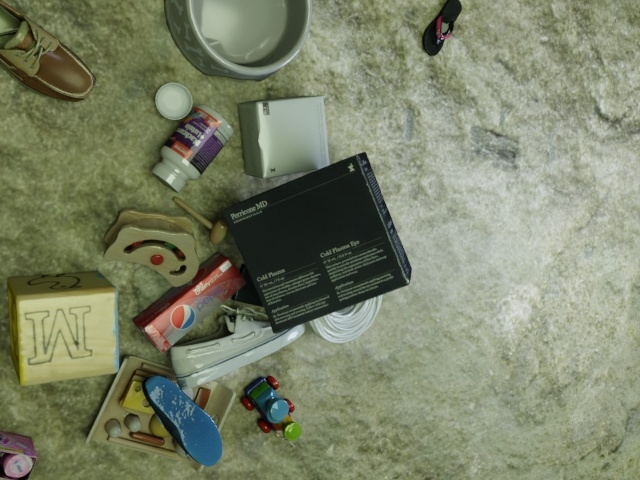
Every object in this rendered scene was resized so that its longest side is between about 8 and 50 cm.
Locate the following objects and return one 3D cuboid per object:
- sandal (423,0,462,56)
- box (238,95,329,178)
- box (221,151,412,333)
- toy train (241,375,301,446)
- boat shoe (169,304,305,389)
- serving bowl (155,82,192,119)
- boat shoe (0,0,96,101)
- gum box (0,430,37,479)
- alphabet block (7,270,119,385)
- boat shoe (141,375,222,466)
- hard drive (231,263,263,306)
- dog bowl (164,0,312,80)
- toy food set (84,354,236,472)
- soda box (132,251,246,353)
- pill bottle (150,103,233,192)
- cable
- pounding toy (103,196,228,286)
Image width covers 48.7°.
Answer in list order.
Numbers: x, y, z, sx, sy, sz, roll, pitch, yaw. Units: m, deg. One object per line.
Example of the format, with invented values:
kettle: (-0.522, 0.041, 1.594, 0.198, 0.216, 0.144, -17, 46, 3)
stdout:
sandal: (0.337, -0.585, 1.925, 0.067, 0.040, 0.179, 33, 83, -30)
box: (-0.089, -0.254, 1.713, 0.182, 0.119, 0.181, -12, 106, -26)
box: (0.000, 0.000, 1.652, 0.343, 0.179, 0.312, -21, 97, 12)
toy train: (-0.092, 0.478, 1.839, 0.105, 0.143, 0.248, -38, 115, -17)
boat shoe: (-0.207, 0.223, 1.740, 0.367, 0.136, 0.156, -21, 93, -31)
serving bowl: (-0.336, -0.317, 1.615, 0.083, 0.027, 0.083, -2, 95, -20)
boat shoe: (-0.601, -0.389, 1.407, 0.324, 0.120, 0.122, 33, 84, -29)
gum box: (-0.717, 0.452, 1.514, 0.188, 0.107, 0.062, 23, 88, -30)
alphabet block: (-0.550, 0.181, 1.507, 0.197, 0.192, 0.193, -4, 100, -29)
boat shoe: (-0.319, 0.411, 1.651, 0.109, 0.089, 0.258, -36, 104, -30)
hard drive: (-0.152, 0.121, 1.806, 0.135, 0.022, 0.094, 17, 92, -30)
dog bowl: (-0.174, -0.535, 1.623, 0.348, 0.102, 0.349, -5, 101, -28)
toy food set: (-0.380, 0.423, 1.701, 0.306, 0.092, 0.220, 26, 87, -30)
soda box: (-0.311, 0.145, 1.684, 0.263, 0.092, 0.083, -40, 116, -17)
pill bottle: (-0.296, -0.207, 1.615, 0.108, 0.108, 0.193, 42, 79, -28)
cable: (0.051, 0.138, 1.867, 0.257, 0.089, 0.257, -45, 122, -22)
pounding toy: (-0.361, -0.001, 1.644, 0.269, 0.155, 0.154, 7, 125, -20)
